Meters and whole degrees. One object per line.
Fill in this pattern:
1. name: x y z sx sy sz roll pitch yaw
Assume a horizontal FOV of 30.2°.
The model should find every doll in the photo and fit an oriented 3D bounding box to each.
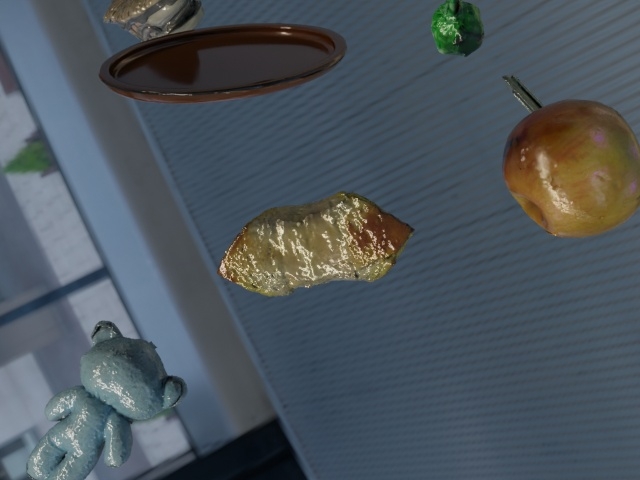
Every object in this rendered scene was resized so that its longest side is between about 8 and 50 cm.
1. doll: -0.219 0.176 1.199 0.120 0.075 0.180 37 100 12

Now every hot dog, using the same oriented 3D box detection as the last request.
1. hot dog: 0.000 0.001 0.965 0.169 0.061 0.078 -8 96 18

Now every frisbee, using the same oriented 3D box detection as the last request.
1. frisbee: -0.097 -0.180 1.196 0.251 0.251 0.021 22 125 48

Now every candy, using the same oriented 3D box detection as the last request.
1. candy: 0.213 -0.409 1.914 0.097 0.097 0.323 46 169 26

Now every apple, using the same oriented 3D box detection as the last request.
1. apple: 0.245 -0.070 1.170 0.146 0.146 0.146 37 141 37

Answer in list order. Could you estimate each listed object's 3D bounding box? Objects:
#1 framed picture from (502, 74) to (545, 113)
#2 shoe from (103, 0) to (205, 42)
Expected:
1. framed picture: 0.338 -0.144 1.650 0.231 0.018 0.293 47 -169 2
2. shoe: -0.190 -0.268 1.409 0.092 0.089 0.180 36 167 -25
